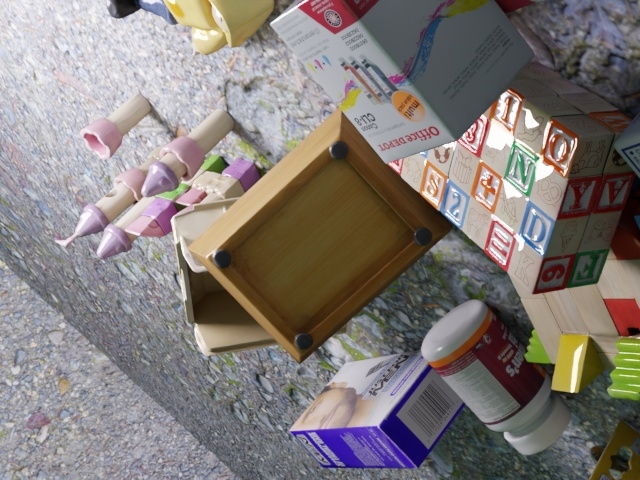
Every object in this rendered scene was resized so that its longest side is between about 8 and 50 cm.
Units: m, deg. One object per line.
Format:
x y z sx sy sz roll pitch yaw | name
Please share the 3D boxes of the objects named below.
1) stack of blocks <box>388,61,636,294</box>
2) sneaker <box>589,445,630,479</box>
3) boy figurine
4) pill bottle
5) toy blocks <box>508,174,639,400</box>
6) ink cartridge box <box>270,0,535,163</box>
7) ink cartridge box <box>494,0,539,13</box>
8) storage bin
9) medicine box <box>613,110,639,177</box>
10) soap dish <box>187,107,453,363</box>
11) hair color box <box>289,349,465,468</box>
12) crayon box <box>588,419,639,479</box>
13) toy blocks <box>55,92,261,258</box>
0.187 -0.098 1.096 0.297 0.087 0.171 47 136 48 | stack of blocks
0.446 0.347 1.608 0.083 0.032 0.037 31 151 23 | sneaker
-0.174 -0.316 1.408 0.285 0.092 0.177 26 147 36 | boy figurine
0.260 0.203 1.547 0.221 0.121 0.121 47 153 -9 | pill bottle
0.324 0.010 1.147 0.381 0.191 0.261 -5 116 62 | toy blocks
0.074 -0.180 0.947 0.176 0.127 0.128 48 157 -14 | ink cartridge box
0.129 -0.353 0.890 0.306 0.131 0.226 49 155 -19 | ink cartridge box
-0.086 0.051 1.631 0.262 0.260 0.123 93 165 -57 | storage bin
0.448 -0.062 0.867 0.263 0.149 0.289 48 153 -11 | medicine box
0.000 0.000 1.420 0.229 0.291 0.118 47 -174 -7 | soap dish
0.101 0.296 1.834 0.110 0.185 0.339 47 153 -9 | hair color box
0.501 0.408 1.426 0.323 0.203 0.083 36 121 14 | crayon box
-0.259 -0.041 1.741 0.289 0.260 0.309 15 143 42 | toy blocks
